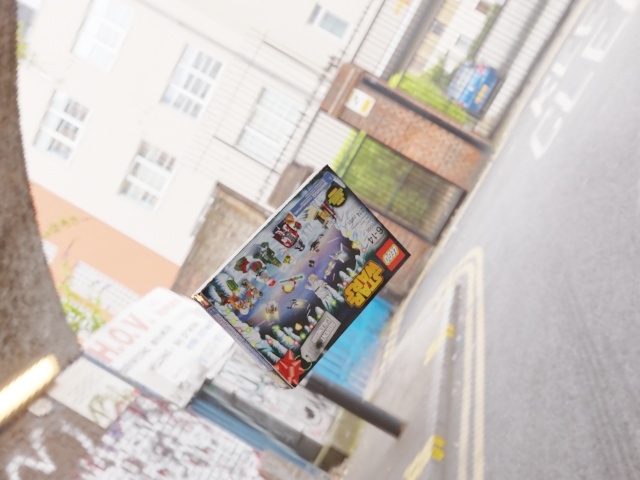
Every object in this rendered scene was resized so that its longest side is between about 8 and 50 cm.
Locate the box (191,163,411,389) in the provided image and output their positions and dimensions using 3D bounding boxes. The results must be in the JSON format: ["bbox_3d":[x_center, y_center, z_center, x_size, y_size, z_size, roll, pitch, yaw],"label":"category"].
[{"bbox_3d":[-0.011,0.025,0.618,0.137,0.094,0.027,-47,9,-23],"label":"box"}]
